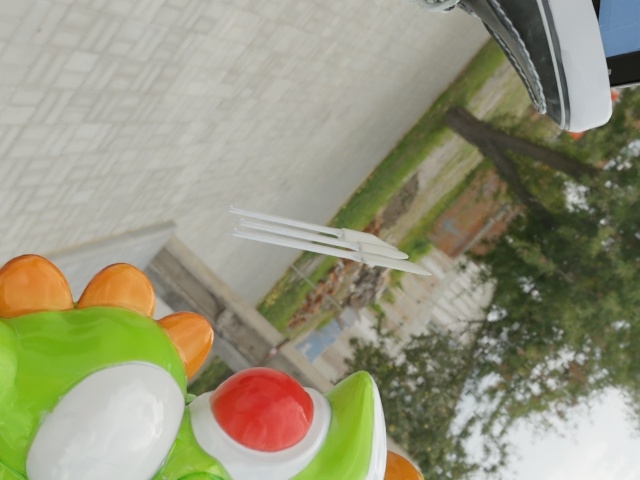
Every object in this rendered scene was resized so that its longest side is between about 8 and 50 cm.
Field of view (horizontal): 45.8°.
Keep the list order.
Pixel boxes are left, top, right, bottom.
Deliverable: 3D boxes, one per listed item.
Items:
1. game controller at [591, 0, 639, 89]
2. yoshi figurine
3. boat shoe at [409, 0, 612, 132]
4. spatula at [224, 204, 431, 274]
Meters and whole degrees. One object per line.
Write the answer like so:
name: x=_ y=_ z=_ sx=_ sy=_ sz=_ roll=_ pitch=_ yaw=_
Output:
game controller: x=0.362 y=-0.245 z=0.773 sx=0.319 sy=0.067 sz=0.166 roll=5 pitch=-99 yaw=63
yoshi figurine: x=-0.097 y=0.160 z=0.435 sx=0.204 sy=0.362 sz=0.202 roll=-27 pitch=-142 yaw=46
boat shoe: x=0.099 y=-0.205 z=0.525 sx=0.105 sy=0.306 sz=0.113 roll=-24 pitch=-179 yaw=9
spatula: x=0.000 y=0.000 z=0.939 sx=0.168 sy=0.242 sz=0.019 roll=-121 pitch=-136 yaw=-71
